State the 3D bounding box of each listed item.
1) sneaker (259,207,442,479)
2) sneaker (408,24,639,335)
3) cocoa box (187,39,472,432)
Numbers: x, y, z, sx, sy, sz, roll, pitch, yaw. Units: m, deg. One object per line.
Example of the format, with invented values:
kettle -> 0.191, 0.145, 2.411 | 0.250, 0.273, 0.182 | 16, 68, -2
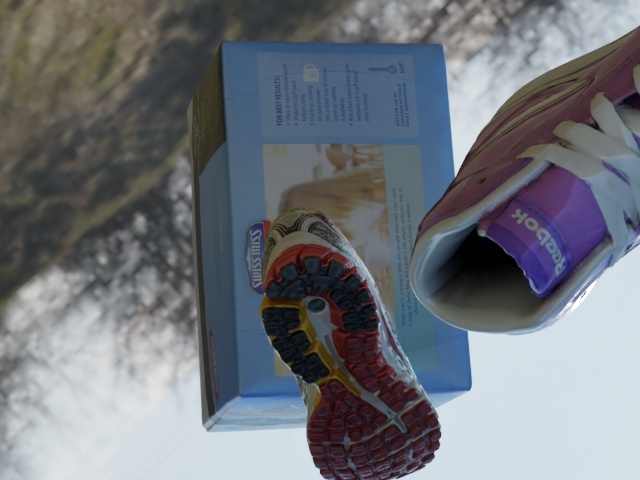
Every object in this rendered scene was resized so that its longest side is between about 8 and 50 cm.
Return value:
sneaker -> 0.020, 0.072, 1.056 | 0.088, 0.225, 0.093 | -15, -143, 3
sneaker -> 0.146, -0.042, 0.668 | 0.282, 0.102, 0.161 | -40, -176, 43
cocoa box -> 0.000, 0.000, 1.604 | 0.231, 0.347, 0.228 | -1, 166, -13
